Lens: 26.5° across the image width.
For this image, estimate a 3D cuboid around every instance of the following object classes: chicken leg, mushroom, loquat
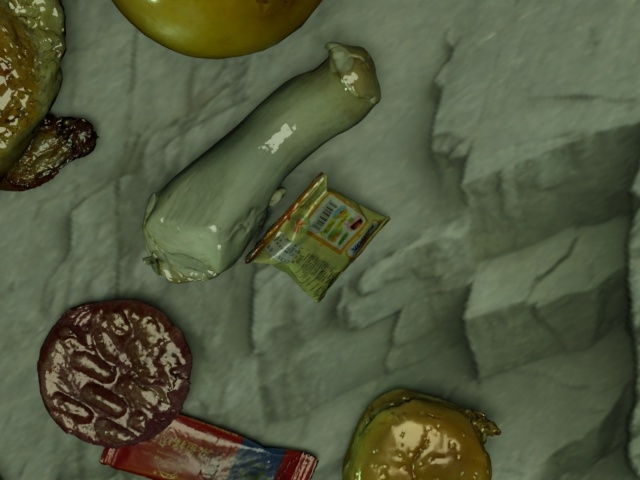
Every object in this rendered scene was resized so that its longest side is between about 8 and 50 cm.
[{"bbox_3d":[-0.272,-0.074,1.242,0.145,0.037,0.062,-26,89,6],"label":"chicken leg"},{"bbox_3d":[-0.056,-0.070,1.223,0.278,0.096,0.099,-45,102,4],"label":"mushroom"},{"bbox_3d":[-0.084,-0.267,1.106,0.235,0.235,0.235,0,103,-2],"label":"loquat"}]

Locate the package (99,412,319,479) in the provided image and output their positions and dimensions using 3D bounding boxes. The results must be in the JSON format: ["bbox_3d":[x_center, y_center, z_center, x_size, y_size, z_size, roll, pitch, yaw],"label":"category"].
[{"bbox_3d":[-0.108,0.214,1.325,0.200,0.022,0.083,21,102,-5],"label":"package"}]

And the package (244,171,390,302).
[{"bbox_3d":[-0.001,-0.001,1.247,0.108,0.031,0.120,-48,137,9],"label":"package"}]

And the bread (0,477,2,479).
[{"bbox_3d":[-0.335,0.274,1.316,0.088,0.049,0.226,-24,102,4],"label":"bread"}]

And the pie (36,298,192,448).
[{"bbox_3d":[-0.195,0.124,1.284,0.154,0.036,0.155,1,96,5],"label":"pie"}]

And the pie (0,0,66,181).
[{"bbox_3d":[-0.381,-0.150,1.195,0.308,0.085,0.308,0,104,-1],"label":"pie"}]

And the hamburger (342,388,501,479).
[{"bbox_3d":[0.095,0.217,1.303,0.138,0.083,0.147,21,105,-11],"label":"hamburger"}]
